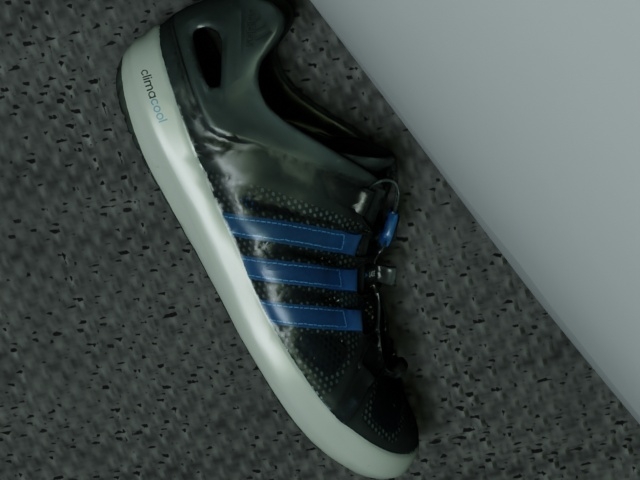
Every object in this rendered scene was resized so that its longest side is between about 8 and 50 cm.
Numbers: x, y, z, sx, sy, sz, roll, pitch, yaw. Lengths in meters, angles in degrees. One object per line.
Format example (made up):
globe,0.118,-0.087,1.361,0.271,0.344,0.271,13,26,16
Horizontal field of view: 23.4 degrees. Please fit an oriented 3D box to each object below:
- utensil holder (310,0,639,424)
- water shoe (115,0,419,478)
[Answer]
utensil holder,0.146,-0.129,0.401,0.327,0.327,0.385,-35,104,17
water shoe,0.000,0.000,0.593,0.080,0.073,0.203,-28,104,13
